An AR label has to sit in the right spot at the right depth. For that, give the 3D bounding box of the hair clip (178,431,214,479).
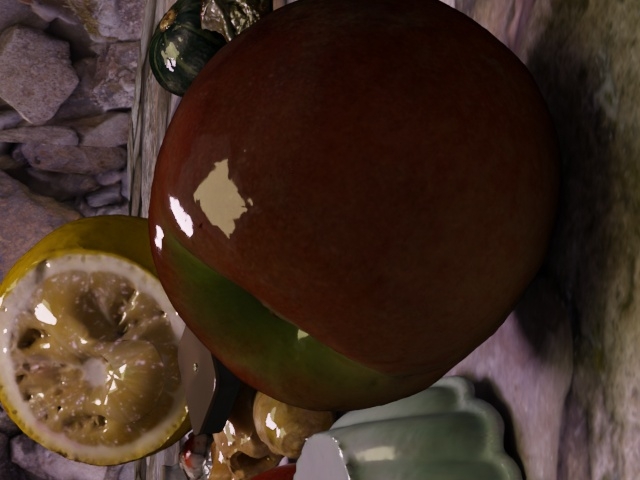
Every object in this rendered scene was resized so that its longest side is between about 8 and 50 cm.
[{"bbox_3d":[-0.156,0.394,1.917,0.138,0.091,0.321,112,158,-65],"label":"hair clip"}]

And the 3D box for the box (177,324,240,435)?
[{"bbox_3d":[-0.114,0.130,1.442,0.126,0.031,0.091,-110,32,-46],"label":"box"}]

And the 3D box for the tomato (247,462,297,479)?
[{"bbox_3d":[-0.024,0.264,1.181,0.167,0.167,0.167,-178,90,-78],"label":"tomato"}]

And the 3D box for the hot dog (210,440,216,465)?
[{"bbox_3d":[-0.107,0.313,1.777,0.090,0.060,0.140,131,143,-65],"label":"hot dog"}]

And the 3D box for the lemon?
[{"bbox_3d":[-0.284,0.125,2.013,0.364,0.364,0.364,-178,90,-78],"label":"lemon"}]

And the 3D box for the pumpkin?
[{"bbox_3d":[-0.173,-0.279,2.010,0.125,0.167,0.167,47,-166,-31],"label":"pumpkin"}]

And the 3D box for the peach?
[{"bbox_3d":[0.022,-0.028,0.832,0.252,0.252,0.252,-178,90,-78],"label":"peach"}]

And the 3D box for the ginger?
[{"bbox_3d":[-0.070,0.175,1.525,0.363,0.122,0.348,102,169,-44],"label":"ginger"}]

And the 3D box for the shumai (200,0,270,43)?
[{"bbox_3d":[-0.113,-0.289,1.841,0.099,0.087,0.123,111,156,-53],"label":"shumai"}]

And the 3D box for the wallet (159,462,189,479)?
[{"bbox_3d":[-0.210,0.526,2.186,0.360,0.083,0.252,-108,18,-57],"label":"wallet"}]

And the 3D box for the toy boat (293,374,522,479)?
[{"bbox_3d":[0.049,0.187,0.971,0.290,0.100,0.199,-171,83,-76],"label":"toy boat"}]
